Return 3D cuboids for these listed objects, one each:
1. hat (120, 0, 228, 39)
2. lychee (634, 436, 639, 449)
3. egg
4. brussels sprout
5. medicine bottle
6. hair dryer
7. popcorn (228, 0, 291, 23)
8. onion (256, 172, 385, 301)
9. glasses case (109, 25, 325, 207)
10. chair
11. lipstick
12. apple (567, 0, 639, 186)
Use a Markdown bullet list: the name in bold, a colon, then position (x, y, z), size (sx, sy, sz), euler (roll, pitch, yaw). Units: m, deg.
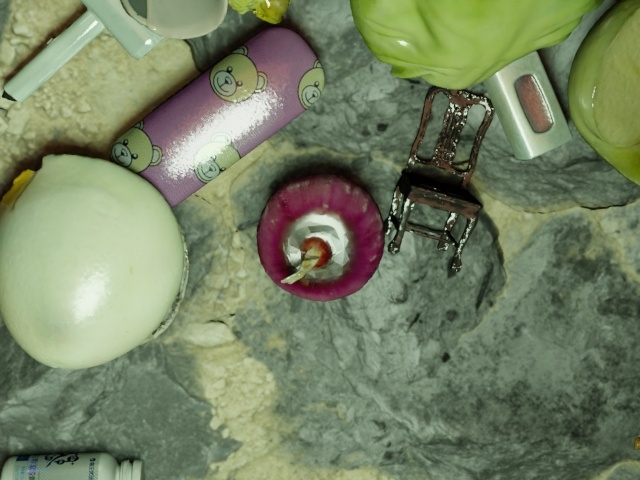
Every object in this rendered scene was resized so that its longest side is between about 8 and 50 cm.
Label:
- **hat**: position (-0.151, -0.380, 1.414), size (0.219, 0.164, 0.226), euler (-17, 102, 41)
- **lychee**: position (0.597, 0.263, 1.580), size (0.300, 0.255, 0.255), euler (-28, 102, 1)
- **egg**: position (-0.315, 0.041, 1.472), size (0.264, 0.174, 0.286), euler (10, 111, 2)
- **brussels sprout**: position (0.170, -0.421, 1.302), size (0.342, 0.361, 0.425), euler (-26, 84, -14)
- **medicine bottle**: position (-0.346, 0.353, 1.587), size (0.191, 0.107, 0.107), euler (-2, 102, -4)
- **hair dryer**: position (-0.323, -0.252, 1.486), size (0.236, 0.073, 0.131), euler (-39, 103, 6)
- **popcorn**: position (-0.074, -0.360, 1.456), size (0.126, 0.126, 0.145), euler (25, 80, 1)
- **onion**: position (0.001, -0.004, 1.523), size (0.177, 0.153, 0.177), euler (0, 90, -13)
- **glasses case**: position (-0.139, -0.162, 1.513), size (0.316, 0.076, 0.123), euler (-36, 103, 4)
- **chair**: position (0.168, -0.090, 1.540), size (0.106, 0.113, 0.229), euler (15, 103, -9)
- **lipstick**: position (0.256, -0.238, 1.529), size (0.079, 0.077, 0.253), euler (-24, 98, -4)
- **apple**: position (0.474, -0.196, 1.479), size (0.295, 0.233, 0.258), euler (32, 83, 0)
